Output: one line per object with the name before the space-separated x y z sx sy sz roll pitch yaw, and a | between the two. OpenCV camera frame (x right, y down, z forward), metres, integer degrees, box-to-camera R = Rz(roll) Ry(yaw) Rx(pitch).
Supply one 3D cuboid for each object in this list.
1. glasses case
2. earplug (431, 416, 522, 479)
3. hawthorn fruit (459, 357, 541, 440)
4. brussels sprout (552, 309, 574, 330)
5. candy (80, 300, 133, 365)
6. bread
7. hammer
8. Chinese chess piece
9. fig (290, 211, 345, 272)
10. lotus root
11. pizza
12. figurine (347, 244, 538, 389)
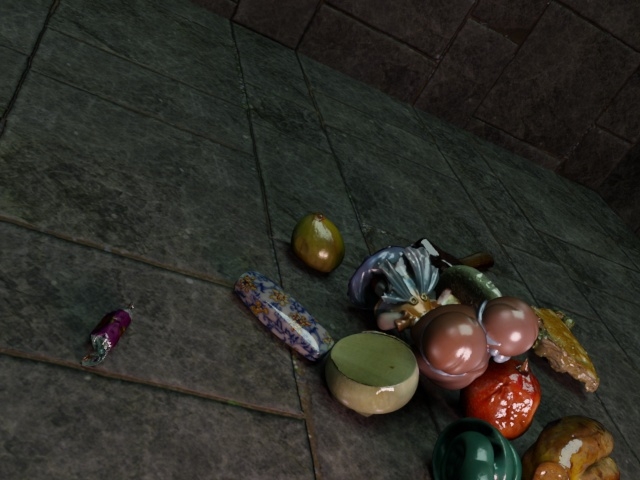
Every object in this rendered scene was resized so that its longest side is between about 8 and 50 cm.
glasses case | -0.079 0.157 1.438 0.248 0.065 0.087 42 27 17
earplug | 0.295 0.449 1.247 0.280 0.164 0.257 18 35 -47
hawthorn fruit | 0.397 0.352 1.498 0.173 0.179 0.173 43 34 -39
brussels sprout | 0.779 0.253 2.191 0.051 0.046 0.083 16 30 -41
candy | -0.363 0.154 1.176 0.043 0.045 0.175 60 18 -20
bread | 0.369 0.186 1.673 0.040 0.267 0.267 -20 52 -25
hammer | 0.444 0.074 2.097 0.242 0.095 0.409 43 27 21
Chinese chess piece | 0.103 0.265 1.374 0.188 0.083 0.188 3 28 -2
fig | -0.006 0.009 1.709 0.153 0.120 0.136 46 15 -26
lotus root | 0.531 0.467 1.441 0.291 0.193 0.193 -2 42 -48
pizza | 0.668 0.296 1.962 0.223 0.089 0.323 26 25 -25
figurine | 0.256 0.165 1.515 0.276 0.248 0.388 -12 41 -29
